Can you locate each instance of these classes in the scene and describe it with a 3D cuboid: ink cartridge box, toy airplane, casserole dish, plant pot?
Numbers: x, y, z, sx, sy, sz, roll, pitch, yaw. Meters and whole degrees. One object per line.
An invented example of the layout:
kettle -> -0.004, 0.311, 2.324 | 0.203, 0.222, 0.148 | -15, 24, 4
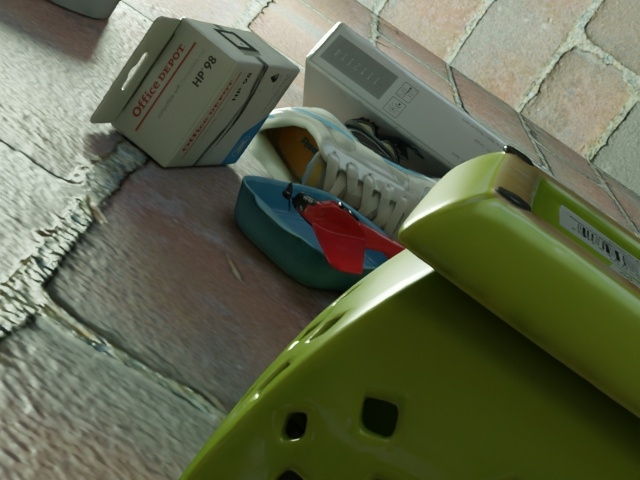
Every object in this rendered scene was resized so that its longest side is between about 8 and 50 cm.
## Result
ink cartridge box -> 0.112, -0.073, 1.408 | 0.296, 0.066, 0.261 | 38, -16, 11
ink cartridge box -> -0.096, -0.115, 1.047 | 0.060, 0.104, 0.180 | 40, 16, 12
toy airplane -> 0.035, 0.001, 0.979 | 0.151, 0.028, 0.151 | 33, 14, -9
casserole dish -> 0.000, 0.000, 1.032 | 0.114, 0.037, 0.188 | 42, 15, 24
plant pot -> 0.090, 0.091, 0.618 | 0.228, 0.207, 0.227 | 35, 15, 4

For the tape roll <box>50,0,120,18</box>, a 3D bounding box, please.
tape roll -> -0.283, -0.311, 1.303 | 0.219, 0.072, 0.219 | 32, 16, -10

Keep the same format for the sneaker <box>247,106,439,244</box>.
sneaker -> 0.032, -0.040, 1.155 | 0.228, 0.087, 0.092 | 34, 20, 25

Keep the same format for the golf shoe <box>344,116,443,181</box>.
golf shoe -> 0.077, -0.035, 1.272 | 0.198, 0.077, 0.094 | 35, 30, 11
